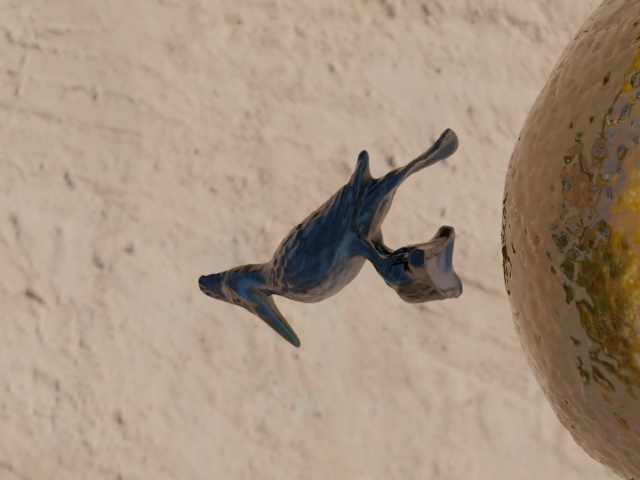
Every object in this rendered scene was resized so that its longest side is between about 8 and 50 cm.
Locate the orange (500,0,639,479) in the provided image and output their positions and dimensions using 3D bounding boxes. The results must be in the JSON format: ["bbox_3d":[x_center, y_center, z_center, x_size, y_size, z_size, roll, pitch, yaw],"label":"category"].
[{"bbox_3d":[0.199,-0.008,0.584,0.264,0.264,0.264,-2,84,21],"label":"orange"}]

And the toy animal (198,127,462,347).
[{"bbox_3d":[0.008,0.007,0.863,0.202,0.070,0.105,-20,90,31],"label":"toy animal"}]
